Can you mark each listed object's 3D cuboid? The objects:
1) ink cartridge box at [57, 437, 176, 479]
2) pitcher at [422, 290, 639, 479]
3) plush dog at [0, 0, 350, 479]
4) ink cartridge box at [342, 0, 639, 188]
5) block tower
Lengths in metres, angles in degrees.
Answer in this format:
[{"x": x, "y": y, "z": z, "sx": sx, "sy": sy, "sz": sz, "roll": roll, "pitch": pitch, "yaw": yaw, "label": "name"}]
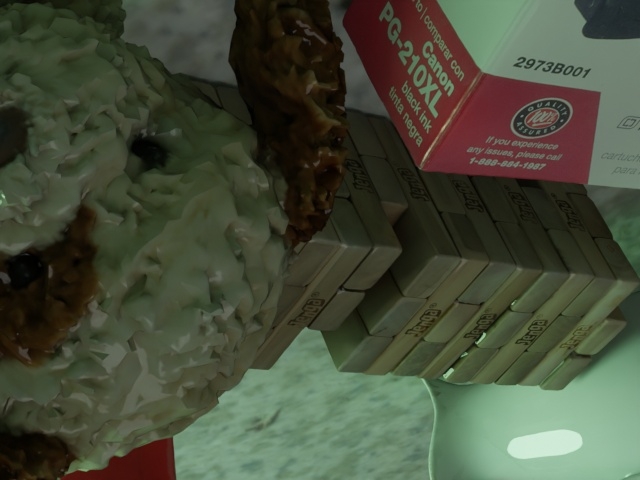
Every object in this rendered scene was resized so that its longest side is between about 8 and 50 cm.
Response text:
[{"x": -0.148, "y": 0.099, "z": 0.639, "sx": 0.134, "sy": 0.078, "sz": 0.231, "roll": -1, "pitch": 172, "yaw": -28, "label": "ink cartridge box"}, {"x": 0.156, "y": 0.114, "z": 0.803, "sx": 0.207, "sy": 0.178, "sz": 0.125, "roll": -18, "pitch": 120, "yaw": 19, "label": "pitcher"}, {"x": -0.116, "y": -0.023, "z": 0.454, "sx": 0.262, "sy": 0.225, "sz": 0.211, "roll": -47, "pitch": 168, "yaw": -18, "label": "plush dog"}, {"x": 0.143, "y": -0.136, "z": 0.574, "sx": 0.172, "sy": 0.100, "sz": 0.237, "roll": 3, "pitch": 137, "yaw": -32, "label": "ink cartridge box"}, {"x": 0.000, "y": 0.000, "z": 0.678, "sx": 0.335, "sy": 0.097, "sz": 0.091, "roll": 7, "pitch": 134, "yaw": -37, "label": "block tower"}]
